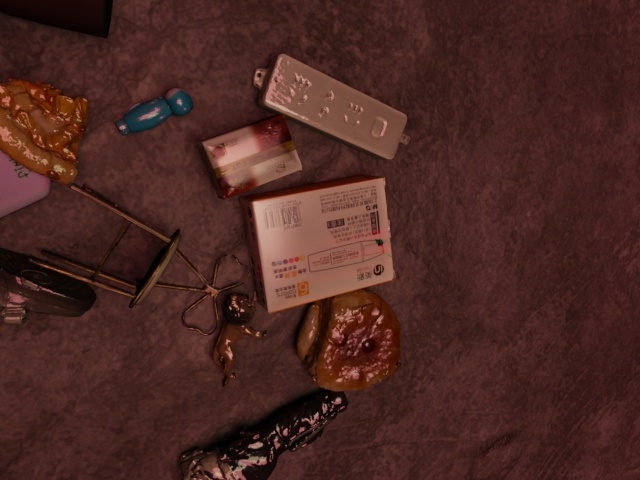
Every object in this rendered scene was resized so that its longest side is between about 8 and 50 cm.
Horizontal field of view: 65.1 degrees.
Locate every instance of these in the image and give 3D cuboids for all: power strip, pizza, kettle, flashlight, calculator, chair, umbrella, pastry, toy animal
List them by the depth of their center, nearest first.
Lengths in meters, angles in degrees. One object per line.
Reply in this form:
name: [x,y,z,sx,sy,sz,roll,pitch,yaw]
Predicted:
kettle: [-0.412,-0.401,0.691,0.233,0.144,0.201,6,78,-21]
calculator: [-0.509,-0.082,0.705,0.246,0.045,0.141,-41,111,-44]
pizza: [-0.411,-0.177,0.753,0.182,0.063,0.161,58,46,-19]
chair: [-0.272,0.042,0.822,0.326,0.170,0.159,32,83,-19]
flashlight: [-0.273,-0.210,0.829,0.129,0.051,0.051,-32,110,-12]
toy animal: [-0.154,0.187,0.943,0.086,0.069,0.219,7,109,-23]
power strip: [0.035,-0.242,0.947,0.339,0.058,0.098,18,92,-25]
umbrella: [-0.099,0.396,0.984,0.358,0.106,0.112,-25,105,-17]
pastry: [0.066,0.207,1.021,0.229,0.100,0.218,37,85,-23]

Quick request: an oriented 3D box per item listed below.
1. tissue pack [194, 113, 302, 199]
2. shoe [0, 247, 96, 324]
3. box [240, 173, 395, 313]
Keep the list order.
tissue pack: [-0.125,-0.147,0.874,0.149,0.099,0.105,-25,108,-16]
shoe: [-0.511,0.090,0.757,0.293,0.109,0.149,25,92,-21]
box: [0.000,0.000,0.959,0.274,0.091,0.220,-11,105,-21]
